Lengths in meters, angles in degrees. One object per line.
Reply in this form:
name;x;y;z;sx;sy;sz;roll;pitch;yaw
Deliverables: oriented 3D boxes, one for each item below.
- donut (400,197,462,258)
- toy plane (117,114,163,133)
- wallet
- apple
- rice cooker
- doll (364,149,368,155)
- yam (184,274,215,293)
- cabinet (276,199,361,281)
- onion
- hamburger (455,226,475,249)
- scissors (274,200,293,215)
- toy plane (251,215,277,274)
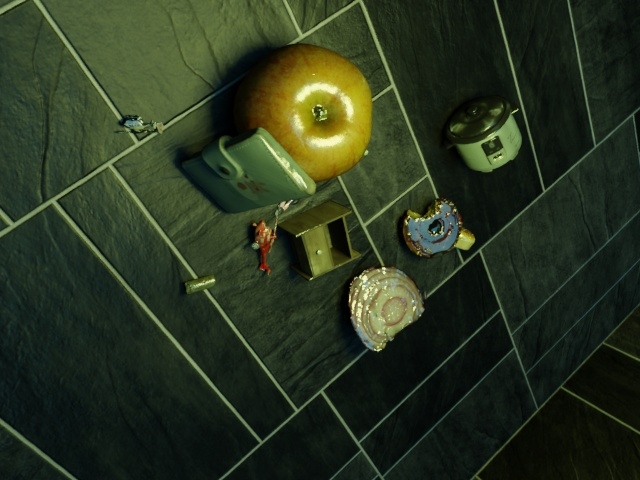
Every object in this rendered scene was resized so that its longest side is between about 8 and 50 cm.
donut;0.413;-0.047;1.969;0.230;0.096;0.216;-37;107;1
toy plane;-0.483;-0.310;1.411;0.120;0.031;0.049;-7;115;-27
wallet;-0.206;-0.179;1.431;0.252;0.360;0.083;44;55;-32
apple;-0.033;-0.349;1.485;0.400;0.333;0.400;-13;113;-31
rice cooker;0.589;-0.394;1.903;0.280;0.241;0.227;-26;130;21
doll;0.113;-0.322;1.755;0.076;0.050;0.083;-14;116;-7
yam;-0.372;0.136;1.621;0.094;0.043;0.043;-15;113;-28
cabinet;0.000;0.000;1.735;0.215;0.148;0.175;-25;117;-21
onion;0.221;0.229;1.964;0.314;0.146;0.280;-31;95;-19
hamburger;0.540;-0.021;2.070;0.141;0.126;0.081;18;108;-10
scissors;-0.110;-0.126;1.707;0.113;0.012;0.039;-51;124;-6
toy plane;-0.180;0.015;1.685;0.077;0.126;0.194;5;144;-1
